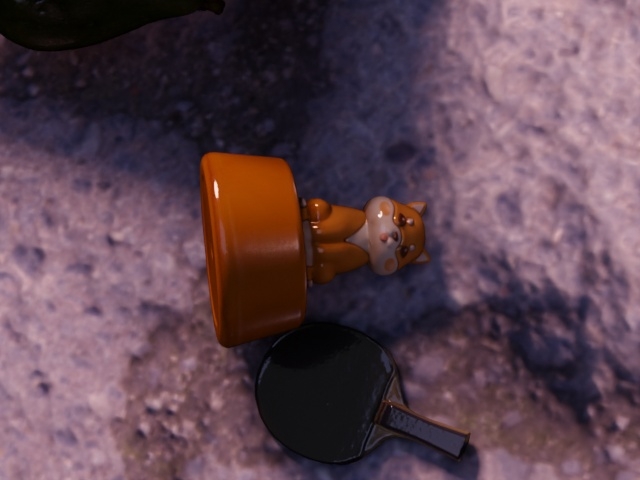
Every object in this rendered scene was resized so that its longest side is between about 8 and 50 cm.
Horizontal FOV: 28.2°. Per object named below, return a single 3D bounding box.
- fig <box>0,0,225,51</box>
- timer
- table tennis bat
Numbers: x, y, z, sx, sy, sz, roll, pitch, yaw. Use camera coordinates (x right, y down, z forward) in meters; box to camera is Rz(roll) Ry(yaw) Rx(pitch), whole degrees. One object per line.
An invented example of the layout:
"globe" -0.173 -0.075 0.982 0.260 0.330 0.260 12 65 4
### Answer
"fig" -0.158 -0.195 0.940 0.177 0.117 0.117 2 79 16
"timer" 0.000 0.000 0.863 0.152 0.132 0.132 -5 76 -8
"table tennis bat" 0.027 0.113 0.873 0.158 0.014 0.095 20 84 21
